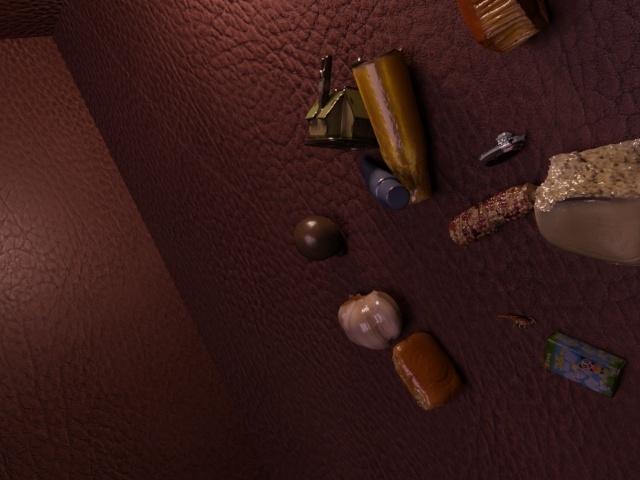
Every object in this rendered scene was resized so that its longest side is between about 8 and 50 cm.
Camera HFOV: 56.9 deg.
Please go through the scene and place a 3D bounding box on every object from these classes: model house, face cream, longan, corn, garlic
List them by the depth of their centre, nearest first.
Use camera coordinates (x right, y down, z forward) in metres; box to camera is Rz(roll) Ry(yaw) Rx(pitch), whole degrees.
[{"bbox_3d":[0.475,-0.070,1.616,0.290,0.098,0.098,-31,84,47],"label":"corn"},{"bbox_3d":[0.180,-0.166,1.774,0.385,0.086,0.136,-121,12,-72],"label":"face cream"},{"bbox_3d":[0.082,-0.425,1.837,0.204,0.218,0.279,10,97,54],"label":"model house"},{"bbox_3d":[0.173,0.292,2.041,0.281,0.184,0.203,-24,105,49],"label":"garlic"},{"bbox_3d":[0.000,0.000,2.125,0.204,0.159,0.185,27,156,-10],"label":"longan"}]

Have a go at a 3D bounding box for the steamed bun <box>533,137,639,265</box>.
[{"bbox_3d":[0.621,-0.071,1.324,0.290,0.272,0.274,11,115,49],"label":"steamed bun"}]

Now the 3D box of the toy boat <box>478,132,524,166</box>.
[{"bbox_3d":[0.481,-0.246,1.561,0.140,0.059,0.066,-28,59,51],"label":"toy boat"}]

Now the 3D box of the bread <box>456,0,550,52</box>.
[{"bbox_3d":[0.405,-0.584,1.374,0.156,0.204,0.288,-21,95,45],"label":"bread"}]

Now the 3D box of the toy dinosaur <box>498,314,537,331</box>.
[{"bbox_3d":[0.567,0.236,1.700,0.113,0.026,0.041,2,102,37],"label":"toy dinosaur"}]

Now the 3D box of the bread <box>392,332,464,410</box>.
[{"bbox_3d":[0.343,0.427,1.921,0.246,0.174,0.121,60,144,20],"label":"bread"}]

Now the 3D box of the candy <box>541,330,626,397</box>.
[{"bbox_3d":[0.698,0.327,1.573,0.194,0.062,0.097,23,124,39],"label":"candy"}]

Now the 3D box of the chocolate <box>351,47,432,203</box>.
[{"bbox_3d":[0.219,-0.323,1.730,0.162,0.162,0.446,-7,105,49],"label":"chocolate"}]
